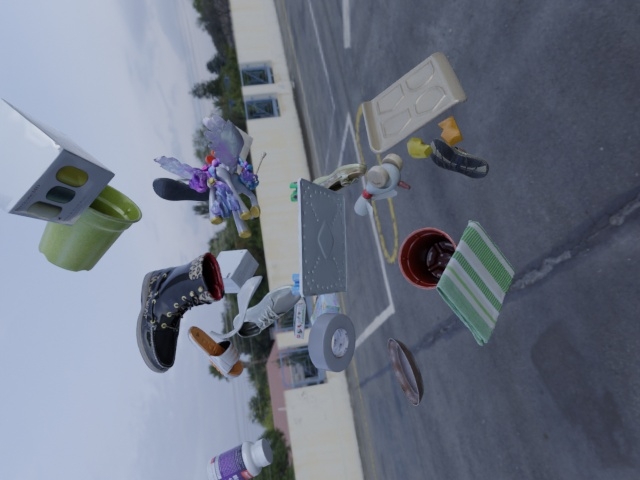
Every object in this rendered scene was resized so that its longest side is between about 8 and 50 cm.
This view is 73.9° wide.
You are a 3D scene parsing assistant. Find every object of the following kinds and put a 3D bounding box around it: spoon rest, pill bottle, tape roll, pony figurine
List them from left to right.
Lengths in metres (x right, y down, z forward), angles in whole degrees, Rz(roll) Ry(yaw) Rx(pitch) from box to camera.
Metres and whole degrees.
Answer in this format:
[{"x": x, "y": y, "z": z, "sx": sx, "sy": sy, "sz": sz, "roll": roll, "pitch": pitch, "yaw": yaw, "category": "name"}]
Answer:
[{"x": -0.354, "y": -0.221, "z": 1.504, "sx": 0.351, "sy": 0.302, "sz": 0.363, "roll": 32, "pitch": -144, "yaw": -64, "category": "pony figurine"}, {"x": -0.257, "y": 0.722, "z": 1.380, "sx": 0.108, "sy": 0.193, "sz": 0.108, "roll": 63, "pitch": -177, "yaw": -6, "category": "pill bottle"}, {"x": -0.291, "y": 0.248, "z": 1.563, "sx": 0.276, "sy": 0.084, "sz": 0.137, "roll": -55, "pitch": 0, "yaw": -16, "category": "spoon rest"}, {"x": 0.047, "y": 0.389, "z": 1.630, "sx": 0.219, "sy": 0.072, "sz": 0.219, "roll": 7, "pitch": -98, "yaw": -52, "category": "tape roll"}]

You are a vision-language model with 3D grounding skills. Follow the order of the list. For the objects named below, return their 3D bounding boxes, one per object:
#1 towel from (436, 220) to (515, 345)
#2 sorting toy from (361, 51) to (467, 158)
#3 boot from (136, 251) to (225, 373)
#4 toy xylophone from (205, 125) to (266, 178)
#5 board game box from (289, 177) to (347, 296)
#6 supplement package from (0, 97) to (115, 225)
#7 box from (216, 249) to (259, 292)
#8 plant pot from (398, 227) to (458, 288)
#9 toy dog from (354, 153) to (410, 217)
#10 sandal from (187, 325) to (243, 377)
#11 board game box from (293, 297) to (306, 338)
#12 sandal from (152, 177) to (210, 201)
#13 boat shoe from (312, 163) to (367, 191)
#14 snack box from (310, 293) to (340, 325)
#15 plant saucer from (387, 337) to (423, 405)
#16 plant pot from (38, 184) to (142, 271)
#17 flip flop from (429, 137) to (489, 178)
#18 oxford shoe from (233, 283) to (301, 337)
[{"x": 0.472, "y": 0.115, "z": 1.277, "sx": 0.248, "sy": 0.325, "sz": 0.038, "roll": 49, "pitch": 143, "yaw": -13, "category": "towel"}, {"x": 0.213, "y": -0.281, "z": 0.961, "sx": 0.041, "sy": 0.229, "sz": 0.307, "roll": 40, "pitch": -146, "yaw": -39, "category": "sorting toy"}, {"x": -0.474, "y": 0.234, "z": 1.460, "sx": 0.138, "sy": 0.284, "sz": 0.377, "roll": 43, "pitch": -150, "yaw": -52, "category": "boot"}, {"x": -0.399, "y": -0.405, "z": 2.058, "sx": 0.081, "sy": 0.236, "sz": 0.323, "roll": -24, "pitch": 36, "yaw": 46, "category": "toy xylophone"}, {"x": 0.000, "y": 0.000, "z": 1.555, "sx": 0.390, "sy": 0.050, "sz": 0.390, "roll": 8, "pitch": -100, "yaw": -64, "category": "board game box"}, {"x": -0.723, "y": -0.183, "z": 1.095, "sx": 0.198, "sy": 0.199, "sz": 0.263, "roll": 38, "pitch": 176, "yaw": 2, "category": "supplement package"}, {"x": -0.428, "y": 0.151, "z": 2.062, "sx": 0.119, "sy": 0.182, "sz": 0.181, "roll": 58, "pitch": -138, "yaw": -36, "category": "box"}, {"x": 0.541, "y": 0.089, "z": 1.981, "sx": 0.265, "sy": 0.272, "sz": 0.272, "roll": 8, "pitch": -110, "yaw": -56, "category": "plant pot"}, {"x": 0.259, "y": -0.197, "z": 1.733, "sx": 0.161, "sy": 0.220, "sz": 0.334, "roll": 41, "pitch": 167, "yaw": 10, "category": "toy dog"}, {"x": -0.365, "y": 0.396, "z": 1.541, "sx": 0.265, "sy": 0.076, "sz": 0.102, "roll": 47, "pitch": -159, "yaw": -20, "category": "sandal"}, {"x": -0.124, "y": 0.446, "z": 2.491, "sx": 0.305, "sy": 0.053, "sz": 0.193, "roll": -173, "pitch": 86, "yaw": -84, "category": "board game box"}, {"x": -0.609, "y": -0.219, "z": 1.869, "sx": 0.054, "sy": 0.254, "sz": 0.097, "roll": 50, "pitch": 124, "yaw": 49, "category": "sandal"}, {"x": 0.086, "y": -0.255, "z": 1.867, "sx": 0.285, "sy": 0.104, "sz": 0.089, "roll": -20, "pitch": 68, "yaw": 40, "category": "boat shoe"}, {"x": 0.018, "y": 0.328, "z": 1.917, "sx": 0.174, "sy": 0.070, "sz": 0.207, "roll": -108, "pitch": 28, "yaw": -60, "category": "snack box"}, {"x": 0.394, "y": 0.592, "z": 1.942, "sx": 0.310, "sy": 0.050, "sz": 0.311, "roll": 164, "pitch": 90, "yaw": -81, "category": "plant saucer"}, {"x": -0.789, "y": -0.045, "z": 1.421, "sx": 0.254, "sy": 0.276, "sz": 0.276, "roll": -54, "pitch": 19, "yaw": 11, "category": "plant pot"}, {"x": 0.586, "y": -0.349, "z": 1.803, "sx": 0.277, "sy": 0.080, "sz": 0.112, "roll": 29, "pitch": 129, "yaw": 25, "category": "flip flop"}, {"x": -0.285, "y": 0.394, "z": 2.317, "sx": 0.169, "sy": 0.449, "sz": 0.130, "roll": 51, "pitch": -167, "yaw": -29, "category": "oxford shoe"}]
